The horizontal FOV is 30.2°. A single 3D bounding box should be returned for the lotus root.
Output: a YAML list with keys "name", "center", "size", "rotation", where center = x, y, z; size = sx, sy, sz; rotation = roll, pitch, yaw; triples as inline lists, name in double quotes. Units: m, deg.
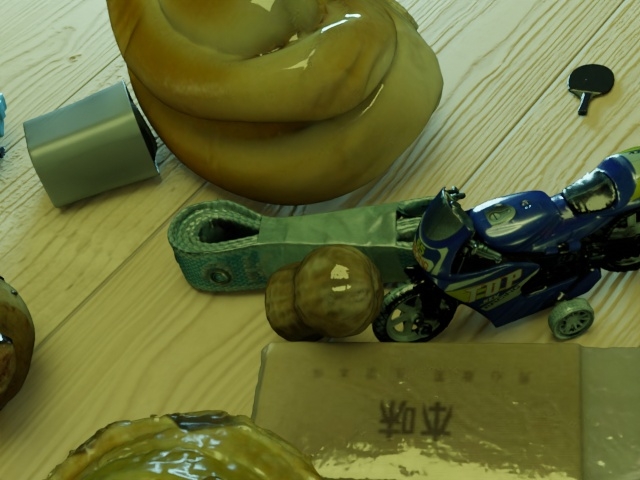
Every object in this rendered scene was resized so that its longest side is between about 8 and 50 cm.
- name: "lotus root"
  center: [-0.357, 0.091, 1.123]
  size: [0.257, 0.140, 0.154]
  rotation: [25, 71, 42]

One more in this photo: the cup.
- name: "cup"
  center: [-0.253, -0.115, 1.314]
  size: [0.129, 0.095, 0.128]
  rotation: [-20, 45, -4]

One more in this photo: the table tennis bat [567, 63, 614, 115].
- name: "table tennis bat"
  center: [0.293, -0.166, 1.296]
  size: [0.050, 0.007, 0.083]
  rotation: [8, 49, 18]

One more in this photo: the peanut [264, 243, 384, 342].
- name: "peanut"
  center: [0.002, 0.051, 1.065]
  size: [0.089, 0.089, 0.193]
  rotation: [-40, 8, -22]

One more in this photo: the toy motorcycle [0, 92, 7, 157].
- name: "toy motorcycle"
  center: [-0.490, -0.106, 1.335]
  size: [0.272, 0.123, 0.182]
  rotation: [-15, 32, -4]

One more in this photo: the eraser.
- name: "eraser"
  center: [0.112, 0.160, 0.995]
  size: [0.343, 0.078, 0.144]
  rotation: [-2, 50, 11]

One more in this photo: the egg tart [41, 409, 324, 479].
- name: "egg tart"
  center: [-0.113, 0.255, 0.888]
  size: [0.290, 0.115, 0.290]
  rotation: [-5, 68, 11]

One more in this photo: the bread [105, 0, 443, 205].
- name: "bread"
  center: [-0.052, -0.240, 1.275]
  size: [0.329, 0.245, 0.424]
  rotation: [-25, 53, -11]

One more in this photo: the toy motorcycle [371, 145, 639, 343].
- name: "toy motorcycle"
  center: [0.188, 0.001, 1.060]
  size: [0.315, 0.169, 0.113]
  rotation: [-20, 46, -5]

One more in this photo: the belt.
- name: "belt"
  center: [0.000, 0.000, 1.167]
  size: [0.302, 0.072, 0.087]
  rotation: [-2, 44, 12]
